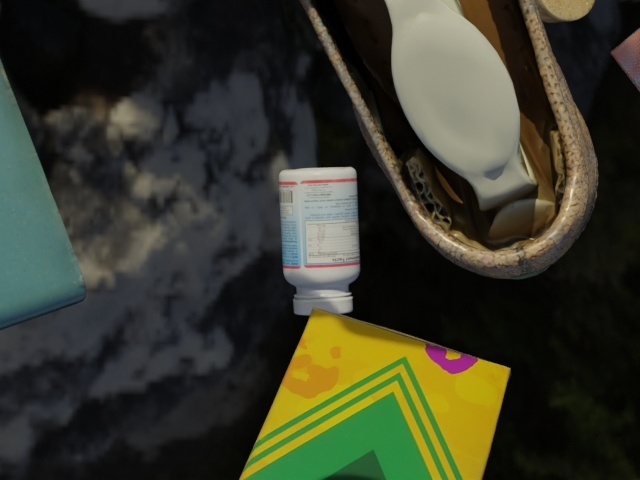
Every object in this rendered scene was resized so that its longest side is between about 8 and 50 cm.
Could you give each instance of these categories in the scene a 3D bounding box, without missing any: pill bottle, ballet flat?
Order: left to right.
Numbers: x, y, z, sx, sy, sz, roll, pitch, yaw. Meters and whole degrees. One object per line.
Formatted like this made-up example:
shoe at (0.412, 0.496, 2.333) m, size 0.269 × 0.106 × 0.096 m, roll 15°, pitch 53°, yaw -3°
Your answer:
pill bottle at (0.000, 0.000, 2.055) m, size 0.087 × 0.087 × 0.160 m, roll -2°, pitch 94°, yaw -3°
ballet flat at (0.025, -0.126, 0.690) m, size 0.107 × 0.106 × 0.316 m, roll -26°, pitch 100°, yaw 12°

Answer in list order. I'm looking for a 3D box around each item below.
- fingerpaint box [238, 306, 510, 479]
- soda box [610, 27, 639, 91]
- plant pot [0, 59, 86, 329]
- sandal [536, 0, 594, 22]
fingerpaint box at (-0.023, 0.337, 1.311) m, size 0.163 × 0.371 × 0.445 m, roll 17°, pitch 126°, yaw 5°
soda box at (0.268, -0.148, 1.169) m, size 0.063 × 0.058 × 0.183 m, roll 53°, pitch 141°, yaw 3°
plant pot at (-0.243, -0.006, 0.662) m, size 0.234 × 0.165 × 0.165 m, roll -25°, pitch 97°, yaw -33°
sandal at (0.161, -0.270, 1.283) m, size 0.088 × 0.079 × 0.240 m, roll -23°, pitch 103°, yaw -30°
